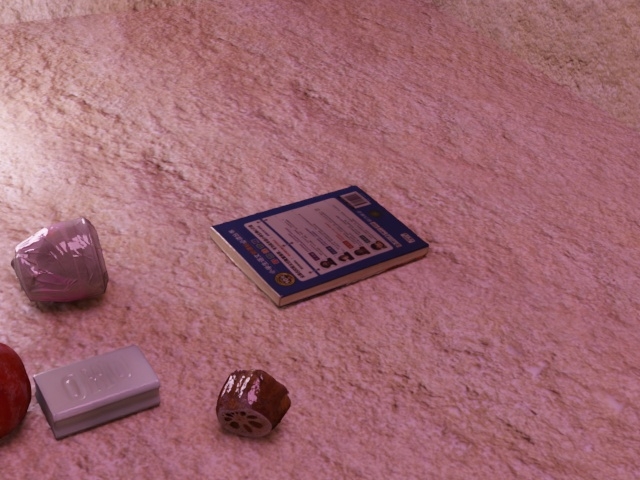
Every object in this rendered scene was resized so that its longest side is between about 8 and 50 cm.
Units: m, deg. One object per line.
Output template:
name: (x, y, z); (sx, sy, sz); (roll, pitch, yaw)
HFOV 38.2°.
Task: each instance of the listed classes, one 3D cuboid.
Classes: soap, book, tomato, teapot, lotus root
soap: (-0.401, 0.269, 1.661); (0.198, 0.066, 0.119); (-15, 44, -30)
book: (0.000, 0.000, 2.139); (0.428, 0.039, 0.300); (-17, 43, -32)
tomato: (-0.586, 0.252, 1.578); (0.187, 0.151, 0.187); (2, 33, -1)
teapot: (-0.541, 0.031, 1.884); (0.178, 0.163, 0.221); (-14, 41, -18)
lotus root: (-0.120, 0.295, 1.646); (0.122, 0.112, 0.081); (-12, 38, 28)
